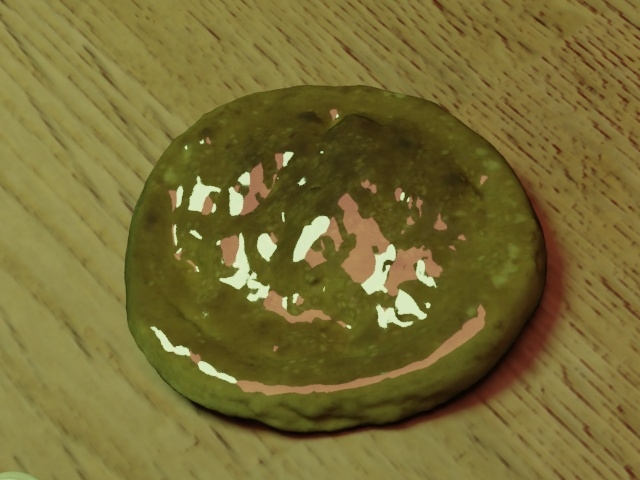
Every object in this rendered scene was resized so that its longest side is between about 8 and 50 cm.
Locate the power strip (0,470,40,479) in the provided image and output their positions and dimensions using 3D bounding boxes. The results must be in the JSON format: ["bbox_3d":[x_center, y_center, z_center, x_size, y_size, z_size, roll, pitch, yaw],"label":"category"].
[{"bbox_3d":[-0.194,0.183,0.748,0.048,0.030,0.191,29,61,27],"label":"power strip"}]

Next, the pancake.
[{"bbox_3d":[0.000,0.000,0.848,0.242,0.050,0.241,-5,52,6],"label":"pancake"}]
